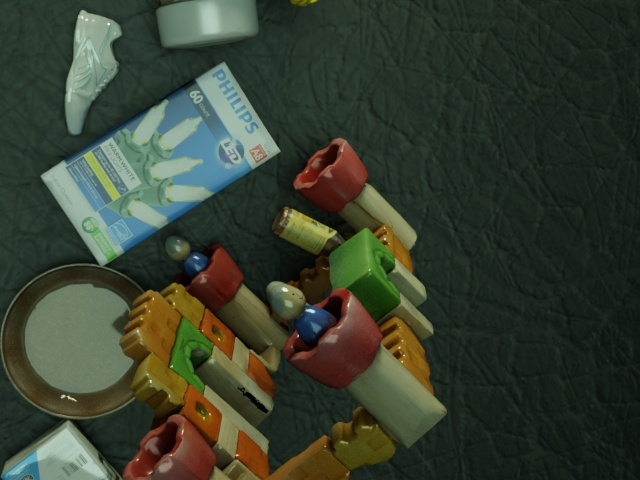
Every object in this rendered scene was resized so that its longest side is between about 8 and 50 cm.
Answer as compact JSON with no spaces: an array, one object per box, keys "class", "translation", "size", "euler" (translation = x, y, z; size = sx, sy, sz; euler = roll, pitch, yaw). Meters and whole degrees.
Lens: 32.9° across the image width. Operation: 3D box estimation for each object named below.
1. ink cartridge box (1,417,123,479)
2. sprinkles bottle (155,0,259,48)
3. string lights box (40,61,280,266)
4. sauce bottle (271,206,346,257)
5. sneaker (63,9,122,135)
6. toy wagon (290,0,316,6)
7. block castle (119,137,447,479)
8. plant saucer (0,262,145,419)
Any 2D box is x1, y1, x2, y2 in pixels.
[{"class":"ink cartridge box","translation":[-0.305,0.326,1.373],"size":[0.104,0.060,0.180],"euler":[-37,102,-6]},{"class":"sprinkles bottle","translation":[-0.157,-0.411,1.283],"size":[0.121,0.121,0.355],"euler":[-10,98,-10]},{"class":"string lights box","translation":[-0.196,-0.096,1.335],"size":[0.260,0.077,0.133],"euler":[-34,101,-6]},{"class":"sauce bottle","translation":[0.000,0.000,1.406],"size":[0.128,0.042,0.042],"euler":[27,91,-16]},{"class":"sneaker","translation":[-0.278,-0.200,1.319],"size":[0.061,0.054,0.152],"euler":[10,94,-15]},{"class":"toy wagon","translation":[-0.066,-0.441,1.251],"size":[0.267,0.068,0.344],"euler":[-21,106,-53]},{"class":"block castle","translation":[-0.052,0.087,1.178],"size":[0.303,0.453,0.213],"euler":[-39,111,18]},{"class":"plant saucer","translation":[-0.299,0.125,1.363],"size":[0.198,0.036,0.198],"euler":[-1,96,-11]}]
